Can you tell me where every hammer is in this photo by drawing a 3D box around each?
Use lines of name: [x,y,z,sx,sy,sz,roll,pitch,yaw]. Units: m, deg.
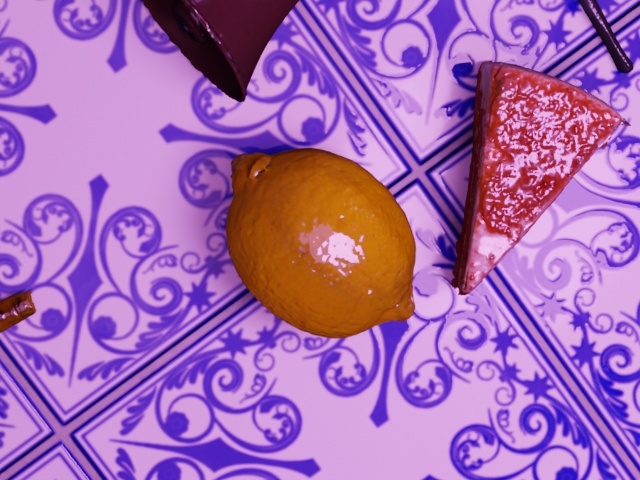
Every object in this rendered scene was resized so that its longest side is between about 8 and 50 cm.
hammer: [0.281,-0.290,1.930,0.029,0.103,0.246,-33,110,-1]

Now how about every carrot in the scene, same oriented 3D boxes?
carrot: [-0.392,0.106,1.927,0.170,0.042,0.042,-28,96,-3]

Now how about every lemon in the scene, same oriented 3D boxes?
lemon: [0.000,0.000,1.875,0.256,0.188,0.188,44,91,-2]

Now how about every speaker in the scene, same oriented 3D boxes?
speaker: [-0.066,-0.354,1.864,0.259,0.198,0.329,42,80,3]

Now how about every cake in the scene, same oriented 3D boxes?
cake: [0.187,-0.082,1.897,0.159,0.158,0.262,41,92,-2]
